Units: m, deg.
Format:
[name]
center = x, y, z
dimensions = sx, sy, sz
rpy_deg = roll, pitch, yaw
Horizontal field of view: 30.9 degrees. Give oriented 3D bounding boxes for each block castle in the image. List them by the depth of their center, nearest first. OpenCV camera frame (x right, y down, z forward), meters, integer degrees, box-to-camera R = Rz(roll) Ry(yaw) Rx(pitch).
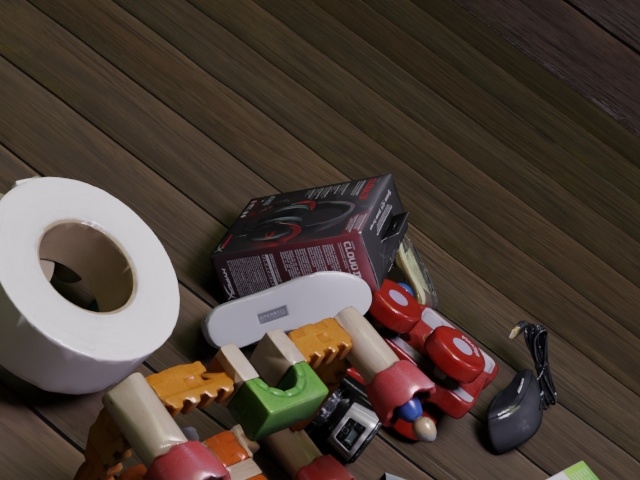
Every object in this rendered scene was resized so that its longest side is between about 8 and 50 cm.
[block castle]
center = -0.086, 0.282, 1.418
dimensions = 0.453, 0.303, 0.213
rpy_deg = -13, 56, -48

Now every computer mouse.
[computer mouse]
center = 0.354, 0.242, 1.988
dimensions = 0.262, 0.060, 0.184
rpy_deg = -26, 106, -54

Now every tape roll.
[tape roll]
center = -0.331, 0.056, 1.531
dimensions = 0.286, 0.100, 0.286
rpy_deg = 28, 41, -27

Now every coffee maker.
[coffee maker]
center = 0.014, 0.233, 1.737
dimensions = 0.178, 0.120, 0.171
rpy_deg = 37, 32, 3

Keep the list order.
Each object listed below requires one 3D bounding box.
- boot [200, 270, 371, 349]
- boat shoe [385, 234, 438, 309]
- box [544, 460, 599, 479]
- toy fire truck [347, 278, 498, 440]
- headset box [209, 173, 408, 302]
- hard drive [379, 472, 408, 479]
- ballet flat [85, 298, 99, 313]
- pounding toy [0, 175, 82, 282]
[boot]
center = -0.059, 0.102, 1.765
dimensions = 0.258, 0.095, 0.123
rpy_deg = -11, 3, -12
[boat shoe]
center = 0.152, 0.044, 2.147
dimensions = 0.073, 0.080, 0.223
rpy_deg = 11, 44, -40
[box]
center = 0.391, 0.487, 1.801
dimensions = 0.322, 0.058, 0.232
rpy_deg = -11, 53, -46
[toy fire truck]
center = 0.146, 0.166, 1.908
dimensions = 0.302, 0.169, 0.254
rpy_deg = 38, 22, 6
[headset box]
center = 0.000, 0.000, 1.873
dimensions = 0.218, 0.293, 0.110
rpy_deg = -59, 135, -57
[hard drive]
center = 0.152, 0.406, 1.724
dimensions = 0.135, 0.022, 0.094
rpy_deg = 22, 35, -18
[ballet flat]
center = -0.318, 0.132, 1.638
dimensions = 0.073, 0.080, 0.232
rpy_deg = 60, 33, -12
[pounding toy]
center = -0.457, 0.025, 1.608
dimensions = 0.183, 0.110, 0.237
rpy_deg = 55, 35, 9
